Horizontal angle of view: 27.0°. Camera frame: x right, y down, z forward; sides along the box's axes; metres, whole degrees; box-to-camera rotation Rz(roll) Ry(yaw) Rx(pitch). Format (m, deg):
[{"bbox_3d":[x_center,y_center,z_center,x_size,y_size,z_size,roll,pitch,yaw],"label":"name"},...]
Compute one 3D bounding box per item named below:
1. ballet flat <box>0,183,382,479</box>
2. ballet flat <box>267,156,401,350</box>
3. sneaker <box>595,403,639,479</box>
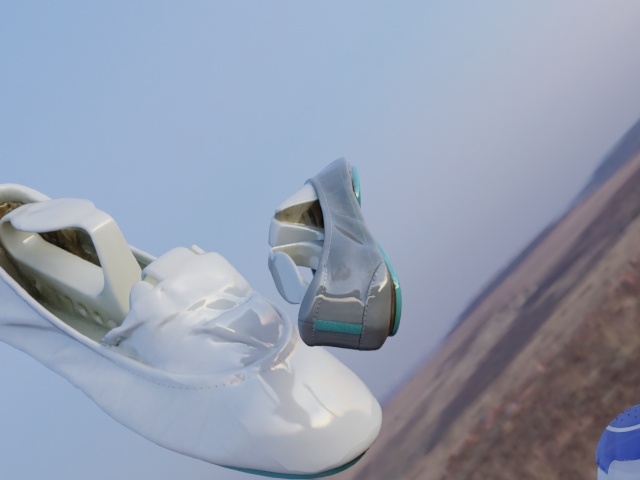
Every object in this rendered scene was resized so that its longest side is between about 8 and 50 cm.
[{"bbox_3d":[-0.132,0.050,0.966,0.139,0.400,0.139,-25,-56,-43],"label":"ballet flat"},{"bbox_3d":[0.000,0.000,0.816,0.213,0.068,0.072,-107,18,-66],"label":"ballet flat"},{"bbox_3d":[0.306,0.121,0.979,0.127,0.182,0.315,-16,-24,40],"label":"sneaker"}]
